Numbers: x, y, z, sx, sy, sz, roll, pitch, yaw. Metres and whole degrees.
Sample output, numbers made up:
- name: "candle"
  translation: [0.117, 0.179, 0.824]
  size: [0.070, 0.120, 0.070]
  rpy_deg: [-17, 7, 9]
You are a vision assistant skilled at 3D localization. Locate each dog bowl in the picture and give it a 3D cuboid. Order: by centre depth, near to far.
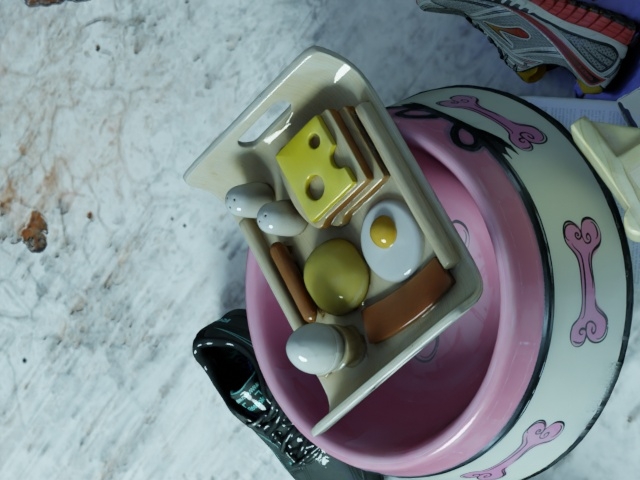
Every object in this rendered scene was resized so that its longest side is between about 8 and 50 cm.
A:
- name: "dog bowl"
  translation: [0.095, 0.050, 1.910]
  size: [0.408, 0.150, 0.407]
  rpy_deg: [1, 92, 42]

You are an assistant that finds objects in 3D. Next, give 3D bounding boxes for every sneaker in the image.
- name: "sneaker"
  translation: [0.194, -0.208, 1.940]
  size: [0.225, 0.088, 0.092]
  rpy_deg: [22, 103, 23]
- name: "sneaker"
  translation: [-0.043, 0.191, 2.066]
  size: [0.267, 0.106, 0.101]
  rpy_deg: [48, 109, 14]

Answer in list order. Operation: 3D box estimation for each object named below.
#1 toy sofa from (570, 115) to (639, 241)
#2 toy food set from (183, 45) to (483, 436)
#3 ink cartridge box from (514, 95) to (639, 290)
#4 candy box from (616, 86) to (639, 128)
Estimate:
- name: "toy sofa"
  translation: [0.412, -0.124, 1.726]
  size: [0.362, 0.150, 0.177]
  rpy_deg: [-35, 84, 6]
- name: "toy food set"
  translation: [0.000, 0.000, 1.832]
  size: [0.220, 0.092, 0.306]
  rpy_deg: [-43, 64, 34]
- name: "ink cartridge box"
  translation: [0.300, -0.043, 1.930]
  size: [0.232, 0.066, 0.189]
  rpy_deg: [4, 95, 6]
- name: "candy box"
  translation: [0.399, -0.085, 1.839]
  size: [0.165, 0.070, 0.196]
  rpy_deg: [-29, 80, 9]
